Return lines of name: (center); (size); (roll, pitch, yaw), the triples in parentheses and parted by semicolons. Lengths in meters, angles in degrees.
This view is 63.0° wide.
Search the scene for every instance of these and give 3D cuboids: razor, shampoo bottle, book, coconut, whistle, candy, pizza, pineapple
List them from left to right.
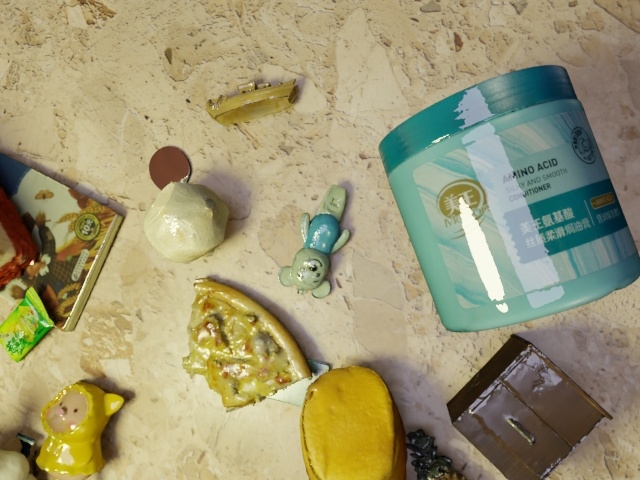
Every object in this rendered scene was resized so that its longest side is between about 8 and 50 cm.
razor: (-0.676, 0.504, 1.179); (0.044, 0.028, 0.155); (21, 100, 1)
book: (-0.693, -0.015, 1.214); (0.427, 0.039, 0.300); (25, 93, 12)
candy: (-0.665, 0.194, 1.172); (0.178, 0.032, 0.102); (-40, 87, 22)
coconut: (-0.269, -0.041, 1.063); (0.162, 0.161, 0.161); (-36, 79, 40)
pizza: (-0.181, 0.228, 1.069); (0.323, 0.089, 0.223); (38, 93, 17)
book: (-0.054, 0.287, 1.081); (0.134, 0.017, 0.103); (11, 89, 12)
whistle: (0.000, 0.000, 1.064); (0.113, 0.077, 0.236); (21, 87, -8)
pineapple: (0.222, 0.448, 0.977); (0.108, 0.108, 0.198); (-30, 75, 8)
shampoo bottle: (0.306, -0.054, 0.878); (0.331, 0.331, 0.343); (-19, 84, 9)

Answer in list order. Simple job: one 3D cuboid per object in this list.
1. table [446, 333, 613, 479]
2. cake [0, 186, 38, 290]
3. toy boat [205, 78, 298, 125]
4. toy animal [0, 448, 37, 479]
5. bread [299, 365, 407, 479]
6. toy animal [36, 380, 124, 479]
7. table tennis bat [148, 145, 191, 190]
table: (0.353, 0.300, 0.922); (0.169, 0.172, 0.193); (44, 94, 10)
cake: (-0.818, -0.003, 1.055); (0.269, 0.319, 0.270); (-36, 82, 10)
toy boat: (-0.146, -0.303, 1.121); (0.205, 0.064, 0.072); (-13, 66, 8)
toy animal: (-0.712, 0.528, 1.048); (0.196, 0.241, 0.368); (-16, 98, 5)
bread: (0.059, 0.364, 0.950); (0.195, 0.143, 0.270); (-8, 43, 5)
toy animal: (-0.515, 0.421, 1.106); (0.155, 0.156, 0.230); (11, 78, 11)
table tennis bat: (-0.325, -0.139, 1.166); (0.095, 0.014, 0.158); (-34, 78, 5)
